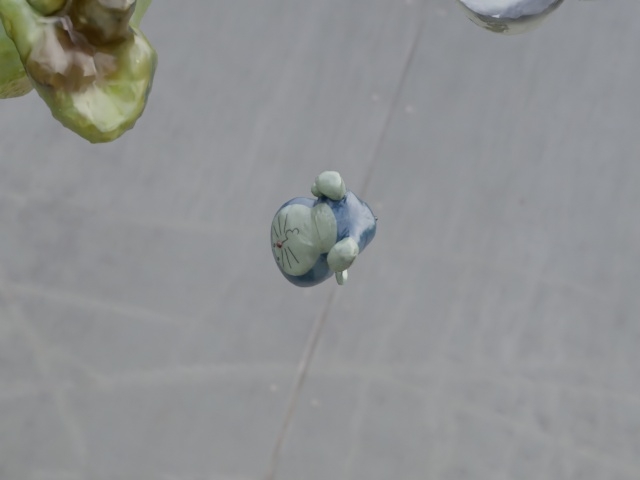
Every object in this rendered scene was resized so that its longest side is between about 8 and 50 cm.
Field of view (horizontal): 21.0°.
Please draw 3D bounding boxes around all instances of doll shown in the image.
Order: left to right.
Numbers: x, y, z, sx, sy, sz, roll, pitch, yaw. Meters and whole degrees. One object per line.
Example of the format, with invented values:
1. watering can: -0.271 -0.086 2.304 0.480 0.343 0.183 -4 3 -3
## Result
1. doll: 0.000 0.000 1.196 0.050 0.083 0.076 7 66 -47

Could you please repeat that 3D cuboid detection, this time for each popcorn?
1. popcorn: -0.148 -0.156 0.962 0.198 0.198 0.212 1 45 -41

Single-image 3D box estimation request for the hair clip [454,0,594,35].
1. hair clip: 0.041 -0.164 0.377 0.220 0.140 0.054 60 -9 12
